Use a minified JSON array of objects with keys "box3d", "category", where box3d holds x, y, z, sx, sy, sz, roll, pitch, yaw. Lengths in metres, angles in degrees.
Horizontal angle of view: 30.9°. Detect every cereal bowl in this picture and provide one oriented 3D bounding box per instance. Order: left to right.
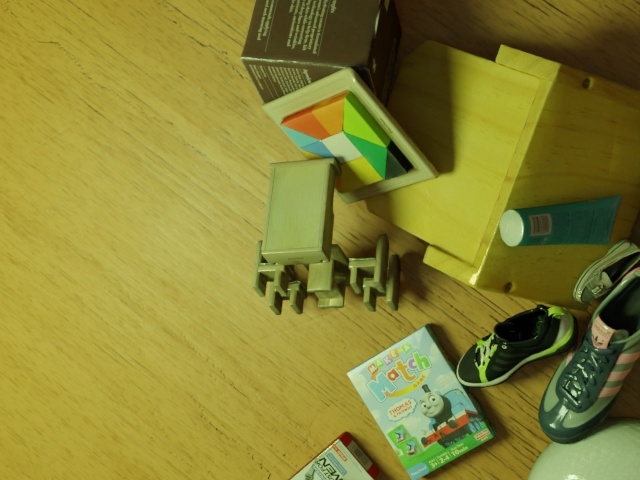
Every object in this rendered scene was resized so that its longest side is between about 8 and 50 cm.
[{"box3d":[0.474,0.452,1.792,0.339,0.141,0.339,2,97,17],"category":"cereal bowl"}]

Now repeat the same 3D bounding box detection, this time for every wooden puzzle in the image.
[{"box3d":[0.039,-0.150,1.781,0.221,0.044,0.239,48,148,-22],"category":"wooden puzzle"}]

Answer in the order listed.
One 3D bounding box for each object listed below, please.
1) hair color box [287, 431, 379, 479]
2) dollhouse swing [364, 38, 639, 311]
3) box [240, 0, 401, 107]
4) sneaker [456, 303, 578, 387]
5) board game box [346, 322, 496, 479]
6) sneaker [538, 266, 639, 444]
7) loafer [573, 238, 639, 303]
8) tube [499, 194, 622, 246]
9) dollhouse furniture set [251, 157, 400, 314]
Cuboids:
[{"box3d":[0.007,0.415,1.964,0.167,0.053,0.093,-43,85,17],"category":"hair color box"},{"box3d":[0.292,-0.119,1.824,0.315,0.305,0.347,13,102,-28],"category":"dollhouse swing"},{"box3d":[0.005,-0.306,1.801,0.203,0.167,0.168,8,70,14],"category":"box"},{"box3d":[0.290,0.152,1.803,0.235,0.097,0.084,-33,44,34],"category":"sneaker"},{"box3d":[0.166,0.267,1.911,0.160,0.039,0.211,-33,86,17],"category":"board game box"},{"box3d":[0.423,0.168,1.760,0.112,0.131,0.319,38,98,34],"category":"sneaker"},{"box3d":[0.437,0.049,1.753,0.125,0.039,0.045,-45,120,-3],"category":"loafer"},{"box3d":[0.358,-0.024,1.689,0.052,0.207,0.080,43,129,49],"category":"tube"},{"box3d":[0.000,0.000,1.851,0.212,0.242,0.161,-4,62,18],"category":"dollhouse furniture set"}]
